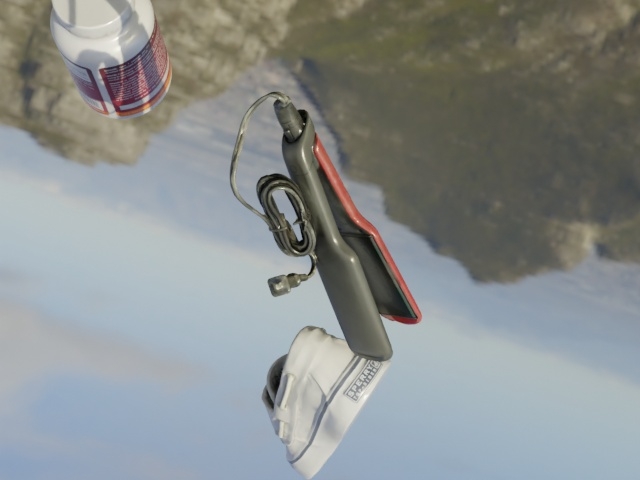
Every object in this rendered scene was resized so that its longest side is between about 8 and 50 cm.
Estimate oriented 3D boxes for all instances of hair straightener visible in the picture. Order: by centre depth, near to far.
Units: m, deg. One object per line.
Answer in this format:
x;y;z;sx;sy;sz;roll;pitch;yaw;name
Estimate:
0.000;0.000;0.937;0.047;0.089;0.230;11;139;38;hair straightener

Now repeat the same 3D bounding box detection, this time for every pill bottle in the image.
-0.176;-0.169;1.166;0.086;0.086;0.152;18;162;8;pill bottle

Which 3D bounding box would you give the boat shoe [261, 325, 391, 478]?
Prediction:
-0.005;0.128;1.179;0.084;0.095;0.258;34;154;5;boat shoe
